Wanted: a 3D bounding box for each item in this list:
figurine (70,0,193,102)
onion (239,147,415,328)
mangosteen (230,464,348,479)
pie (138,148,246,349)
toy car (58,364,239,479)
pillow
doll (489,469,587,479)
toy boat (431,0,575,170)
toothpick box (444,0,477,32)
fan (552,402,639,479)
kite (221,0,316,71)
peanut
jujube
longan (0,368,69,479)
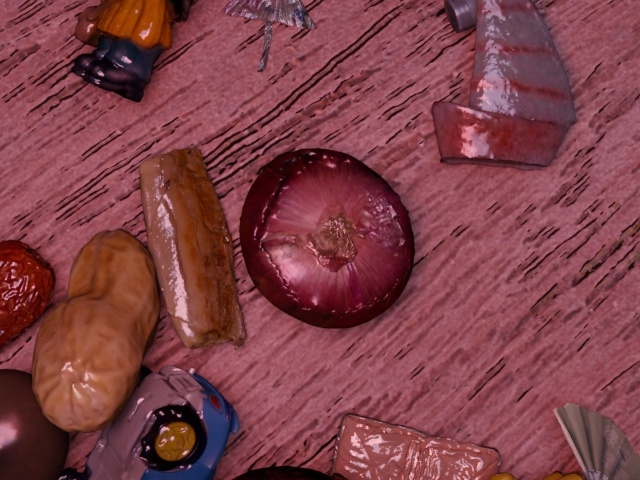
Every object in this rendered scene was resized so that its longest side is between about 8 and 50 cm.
[{"bbox_3d":[-0.215,-0.355,1.433,0.204,0.185,0.333,3,105,-32],"label":"figurine"},{"bbox_3d":[0.007,-0.003,1.397,0.248,0.161,0.248,0,94,-7],"label":"onion"},{"bbox_3d":[-0.046,0.425,1.298,0.311,0.311,0.311,0,85,0],"label":"mangosteen"},{"bbox_3d":[-0.172,0.017,1.425,0.068,0.128,0.283,-21,81,41],"label":"pie"},{"bbox_3d":[-0.226,0.315,1.368,0.166,0.198,0.314,30,87,-29],"label":"toy car"},{"bbox_3d":[0.127,0.320,1.430,0.232,0.043,0.126,15,90,-2],"label":"pillow"},{"bbox_3d":[0.247,0.368,1.364,0.220,0.143,0.136,-9,86,-27],"label":"doll"},{"bbox_3d":[0.254,-0.242,1.442,0.206,0.096,0.282,2,89,-8],"label":"toy boat"},{"bbox_3d":[0.222,-0.330,1.477,0.083,0.052,0.052,-23,86,-4],"label":"toothpick box"},{"bbox_3d":[0.390,0.305,1.404,0.240,0.009,0.131,52,43,-4],"label":"fan"},{"bbox_3d":[-0.073,-0.314,1.497,0.139,0.011,0.157,8,84,3],"label":"kite"},{"bbox_3d":[-0.280,0.111,1.350,0.146,0.306,0.147,6,130,7],"label":"peanut"},{"bbox_3d":[-0.440,0.082,1.417,0.176,0.109,0.112,-45,51,4],"label":"jujube"},{"bbox_3d":[-0.422,0.267,1.352,0.196,0.196,0.220,26,97,2],"label":"longan"}]
